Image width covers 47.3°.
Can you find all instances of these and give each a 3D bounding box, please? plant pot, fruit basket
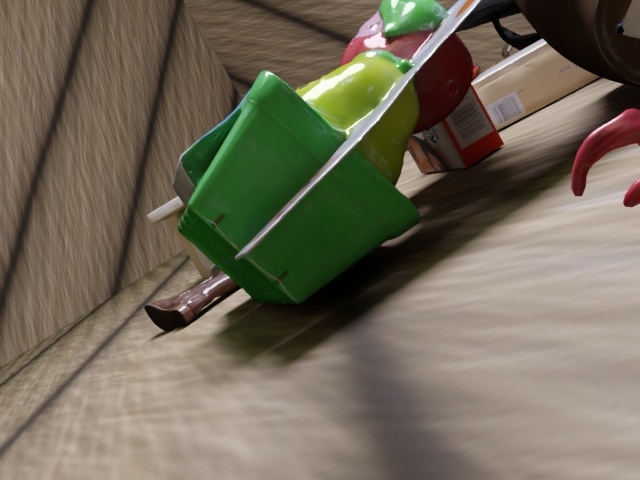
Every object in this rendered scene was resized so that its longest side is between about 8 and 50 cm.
[{"bbox_3d":[0.252,-0.209,0.560,0.215,0.215,0.230,-27,22,27],"label":"plant pot"},{"bbox_3d":[0.024,-0.114,0.627,0.353,0.165,0.327,-55,8,-11],"label":"fruit basket"}]

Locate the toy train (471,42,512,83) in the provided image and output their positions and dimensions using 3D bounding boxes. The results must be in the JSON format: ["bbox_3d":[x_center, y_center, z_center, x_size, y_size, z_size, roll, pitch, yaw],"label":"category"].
[{"bbox_3d":[0.255,-0.236,1.111,0.166,0.046,0.125,-34,-34,-33],"label":"toy train"}]

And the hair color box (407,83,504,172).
[{"bbox_3d":[0.136,-0.130,0.831,0.053,0.093,0.167,-31,6,-4],"label":"hair color box"}]

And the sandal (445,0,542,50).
[{"bbox_3d":[0.395,-0.336,1.047,0.446,0.107,0.167,-12,2,-3],"label":"sandal"}]

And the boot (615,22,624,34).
[{"bbox_3d":[0.352,-0.268,0.852,0.086,0.069,0.190,-41,24,-5],"label":"boot"}]

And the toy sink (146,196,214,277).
[{"bbox_3d":[-0.143,-0.035,1.186,0.153,0.131,0.234,-29,2,18],"label":"toy sink"}]

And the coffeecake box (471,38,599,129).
[{"bbox_3d":[0.275,-0.214,0.940,0.142,0.068,0.185,-27,8,25],"label":"coffeecake box"}]

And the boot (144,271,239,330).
[{"bbox_3d":[-0.147,0.063,0.888,0.106,0.037,0.114,-2,30,48],"label":"boot"}]

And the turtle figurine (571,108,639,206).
[{"bbox_3d":[0.133,-0.034,0.107,0.175,0.118,0.234,10,10,-1],"label":"turtle figurine"}]
